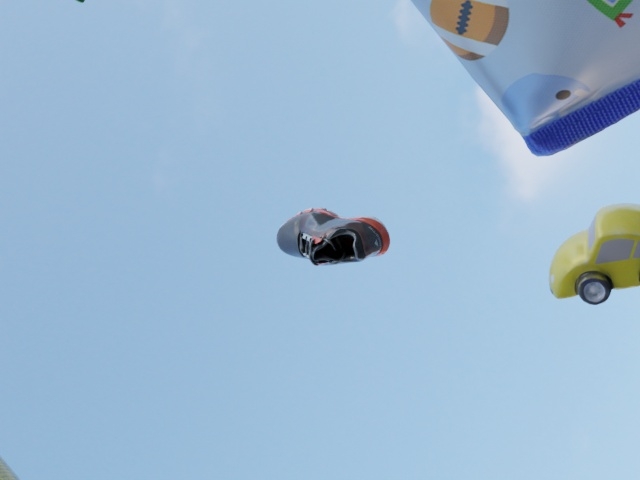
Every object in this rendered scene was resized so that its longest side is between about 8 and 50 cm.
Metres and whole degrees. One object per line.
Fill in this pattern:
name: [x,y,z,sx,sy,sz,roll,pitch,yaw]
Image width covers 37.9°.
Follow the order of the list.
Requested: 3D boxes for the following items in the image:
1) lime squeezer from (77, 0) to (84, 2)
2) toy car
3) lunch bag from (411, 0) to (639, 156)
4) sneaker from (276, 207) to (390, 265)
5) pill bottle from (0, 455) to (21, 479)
lime squeezer: [-0.290,-0.258,0.765,0.310,0.110,0.059,-27,-51,-83]
toy car: [0.280,-0.008,0.576,0.239,0.225,0.053,-24,-71,-8]
lunch bag: [0.175,-0.272,0.379,0.328,0.385,0.239,41,-138,-29]
sneaker: [0.000,0.000,1.051,0.065,0.158,0.061,-31,-70,-45]
pill bottle: [-0.196,0.146,0.511,0.065,0.116,0.065,-38,-30,-27]
